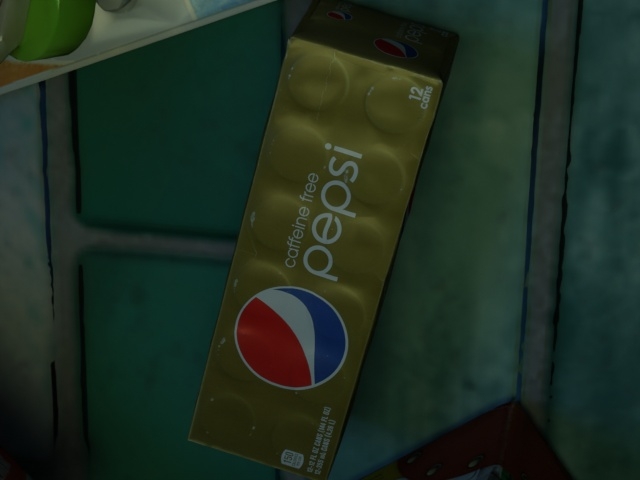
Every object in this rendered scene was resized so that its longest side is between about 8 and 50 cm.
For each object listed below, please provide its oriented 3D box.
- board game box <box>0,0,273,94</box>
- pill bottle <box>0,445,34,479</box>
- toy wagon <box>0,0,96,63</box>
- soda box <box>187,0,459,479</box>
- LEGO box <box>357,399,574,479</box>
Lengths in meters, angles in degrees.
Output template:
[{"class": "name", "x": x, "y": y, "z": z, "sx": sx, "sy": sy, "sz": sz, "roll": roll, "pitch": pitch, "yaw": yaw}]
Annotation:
[{"class": "board game box", "x": -0.110, "y": -0.252, "z": 0.703, "sx": 0.390, "sy": 0.050, "sz": 0.390, "roll": -17, "pitch": 109, "yaw": 17}, {"class": "pill bottle", "x": -0.272, "y": 0.069, "z": 0.801, "sx": 0.181, "sy": 0.181, "sz": 0.323, "roll": -39, "pitch": 102, "yaw": 23}, {"class": "toy wagon", "x": -0.193, "y": -0.086, "z": 0.631, "sx": 0.068, "sy": 0.267, "sz": 0.344, "roll": 43, "pitch": 131, "yaw": 33}, {"class": "soda box", "x": 0.000, "y": 0.000, "z": 0.787, "sx": 0.061, "sy": 0.058, "sz": 0.181, "roll": 17, "pitch": 115, "yaw": 3}, {"class": "LEGO box", "x": -0.100, "y": 0.323, "z": 0.774, "sx": 0.500, "sy": 0.372, "sz": 0.193, "roll": -30, "pitch": 104, "yaw": 20}]
